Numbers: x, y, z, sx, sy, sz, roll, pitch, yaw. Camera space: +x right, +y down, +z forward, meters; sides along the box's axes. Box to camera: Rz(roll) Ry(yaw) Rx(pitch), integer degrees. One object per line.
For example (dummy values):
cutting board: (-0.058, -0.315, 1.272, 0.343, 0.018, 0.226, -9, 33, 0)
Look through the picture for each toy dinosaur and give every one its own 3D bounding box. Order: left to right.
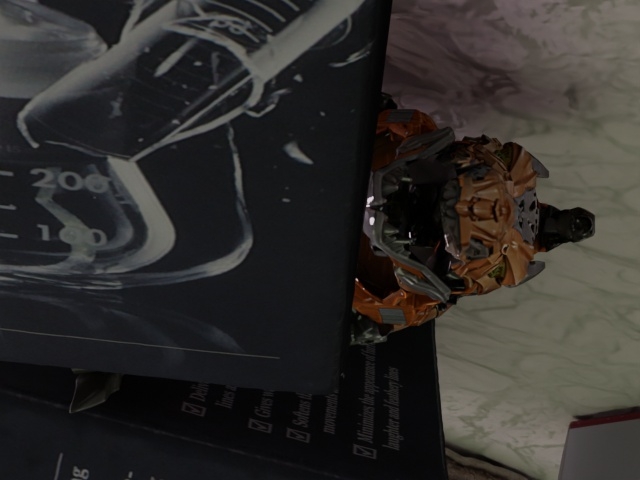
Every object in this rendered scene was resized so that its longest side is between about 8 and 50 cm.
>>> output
toy dinosaur: (0.000, 0.000, 0.789, 0.218, 0.164, 0.322, 1, 159, -7)

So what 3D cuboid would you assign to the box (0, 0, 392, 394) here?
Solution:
box: (-0.148, -0.116, 0.425, 0.343, 0.179, 0.312, 6, 152, 1)

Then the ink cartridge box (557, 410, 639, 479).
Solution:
ink cartridge box: (0.253, 0.198, 1.129, 0.176, 0.127, 0.128, 30, 150, -32)

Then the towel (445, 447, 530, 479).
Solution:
towel: (0.019, 0.179, 1.308, 0.282, 0.049, 0.187, 23, 153, -20)

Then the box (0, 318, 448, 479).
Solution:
box: (-0.149, 0.124, 0.927, 0.395, 0.212, 0.293, 15, -166, -1)
